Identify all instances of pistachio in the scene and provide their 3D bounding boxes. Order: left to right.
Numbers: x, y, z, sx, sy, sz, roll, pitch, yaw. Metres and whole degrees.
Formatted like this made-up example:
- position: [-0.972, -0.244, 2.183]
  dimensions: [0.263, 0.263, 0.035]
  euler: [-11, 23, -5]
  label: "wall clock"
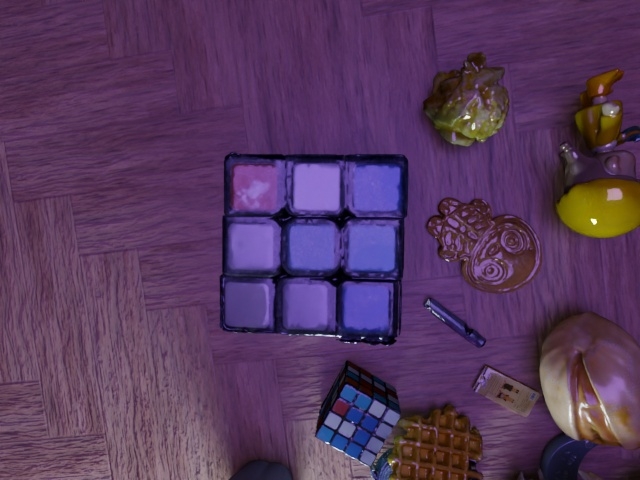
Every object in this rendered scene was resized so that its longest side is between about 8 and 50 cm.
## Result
- position: [0.621, 0.316, 1.014]
  dimensions: [0.230, 0.230, 0.308]
  euler: [-17, 95, 6]
  label: "pistachio"

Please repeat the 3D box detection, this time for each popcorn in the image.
- position: [0.335, -0.315, 1.020]
  dimensions: [0.167, 0.185, 0.187]
  euler: [-25, 82, -11]
  label: "popcorn"

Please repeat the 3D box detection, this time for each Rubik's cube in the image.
- position: [0.000, 0.000, 0.981]
  dimensions: [0.362, 0.363, 0.358]
  euler: [-1, 95, 7]
  label: "Rubik's cube"
- position: [0.090, 0.414, 1.094]
  dimensions: [0.151, 0.155, 0.154]
  euler: [29, 96, 1]
  label: "Rubik's cube"

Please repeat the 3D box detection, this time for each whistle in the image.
- position: [0.333, 0.204, 1.119]
  dimensions: [0.176, 0.033, 0.033]
  euler: [37, 96, 2]
  label: "whistle"

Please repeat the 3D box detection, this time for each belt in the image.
- position: [0.217, 0.602, 1.127]
  dimensions: [0.148, 0.082, 0.163]
  euler: [-27, 85, -6]
  label: "belt"

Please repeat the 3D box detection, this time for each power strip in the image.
- position: [0.616, 0.547, 1.105]
  dimensions: [0.137, 0.044, 0.215]
  euler: [2, 94, 6]
  label: "power strip"

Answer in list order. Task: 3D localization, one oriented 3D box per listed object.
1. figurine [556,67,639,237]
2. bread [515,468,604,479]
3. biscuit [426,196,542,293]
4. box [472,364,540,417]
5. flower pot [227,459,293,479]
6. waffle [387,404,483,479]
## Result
- position: [0.619, -0.176, 0.990]
  dimensions: [0.187, 0.215, 0.343]
  euler: [-3, 85, 37]
  label: "figurine"
- position: [0.536, 0.669, 0.989]
  dimensions: [0.192, 0.314, 0.369]
  euler: [13, 108, -23]
  label: "bread"
- position: [0.400, 0.006, 1.099]
  dimensions: [0.289, 0.044, 0.202]
  euler: [38, 96, 0]
  label: "biscuit"
- position: [0.461, 0.374, 1.122]
  dimensions: [0.149, 0.020, 0.073]
  euler: [28, 96, 3]
  label: "box"
- position: [-0.153, 0.674, 1.089]
  dimensions: [0.265, 0.243, 0.264]
  euler: [1, 94, 8]
  label: "flower pot"
- position: [0.294, 0.551, 1.073]
  dimensions: [0.283, 0.065, 0.309]
  euler: [-30, 83, -21]
  label: "waffle"
